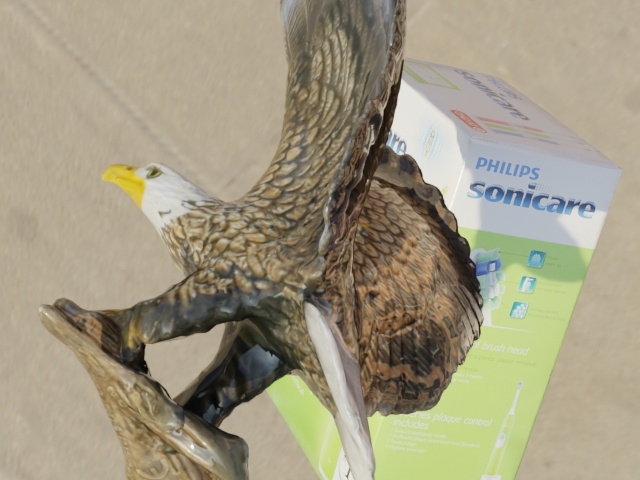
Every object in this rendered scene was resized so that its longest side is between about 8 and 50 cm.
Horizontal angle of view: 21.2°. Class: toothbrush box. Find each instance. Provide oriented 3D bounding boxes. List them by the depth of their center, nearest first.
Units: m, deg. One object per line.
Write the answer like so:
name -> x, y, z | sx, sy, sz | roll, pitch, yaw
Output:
toothbrush box -> 0.077, 0.034, 1.214 | 0.122, 0.206, 0.283 | 10, 109, -23

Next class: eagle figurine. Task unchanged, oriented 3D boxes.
eagle figurine -> -0.008, -0.007, 0.866 | 0.225, 0.226, 0.298 | 47, 61, -1
